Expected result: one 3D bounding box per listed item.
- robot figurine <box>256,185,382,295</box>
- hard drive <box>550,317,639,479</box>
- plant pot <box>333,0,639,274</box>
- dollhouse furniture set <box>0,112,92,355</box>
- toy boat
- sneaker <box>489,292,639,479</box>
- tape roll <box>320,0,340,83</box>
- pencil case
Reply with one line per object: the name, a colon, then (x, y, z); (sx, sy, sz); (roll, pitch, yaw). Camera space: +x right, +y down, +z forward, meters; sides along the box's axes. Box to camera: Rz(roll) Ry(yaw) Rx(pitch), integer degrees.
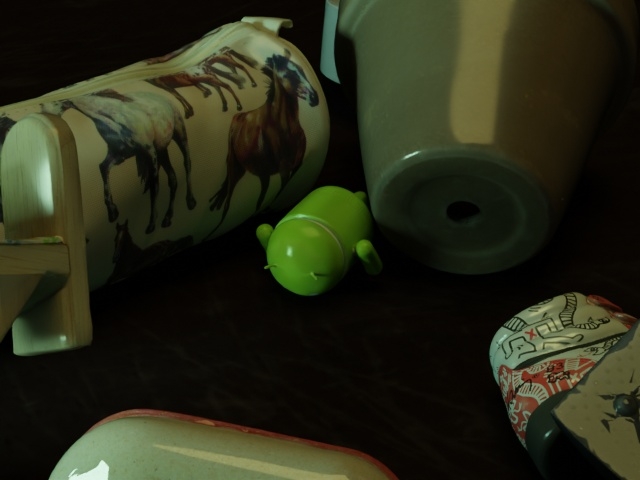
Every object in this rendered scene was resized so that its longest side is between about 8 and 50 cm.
robot figurine: (0.000, 0.000, 1.380); (0.101, 0.067, 0.115); (10, 31, 22)
hard drive: (0.286, 0.143, 1.078); (0.254, 0.054, 0.172); (37, 64, 23)
plant pot: (0.125, -0.102, 1.427); (0.263, 0.263, 0.229); (7, 49, 7)
dollhouse furniture set: (-0.396, -0.038, 1.037); (0.362, 0.257, 0.394); (-1, -7, -40)
toy boat: (-0.049, 0.181, 1.028); (0.231, 0.151, 0.151); (11, 1, 13)
sneaker: (0.255, 0.088, 1.225); (0.270, 0.090, 0.145); (-8, 34, -13)
tape roll: (0.111, -0.191, 1.670); (0.219, 0.072, 0.219); (3, 18, -1)
pencil case: (-0.179, -0.056, 1.352); (0.410, 0.184, 0.160); (-23, 39, -38)
